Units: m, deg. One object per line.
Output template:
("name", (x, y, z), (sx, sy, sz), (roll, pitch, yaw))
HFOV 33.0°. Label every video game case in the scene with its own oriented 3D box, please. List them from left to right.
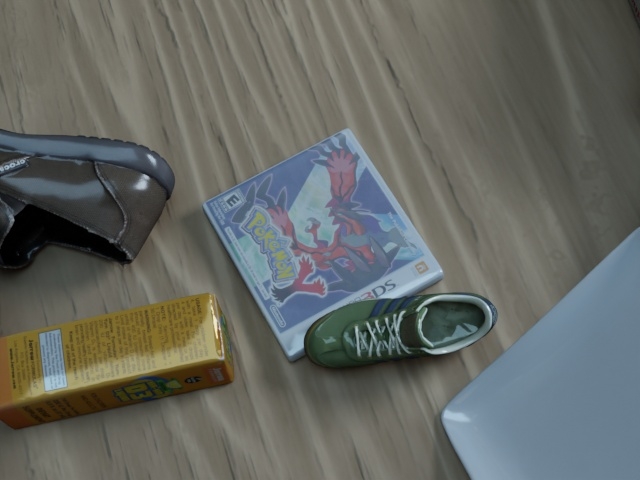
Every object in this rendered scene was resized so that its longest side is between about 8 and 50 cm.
("video game case", (0.000, 0.000, 1.135), (0.183, 0.023, 0.201), (-28, 67, -8))

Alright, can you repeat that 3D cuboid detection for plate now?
("plate", (0.259, 0.169, 0.931), (0.277, 0.045, 0.278), (-46, 42, 18))

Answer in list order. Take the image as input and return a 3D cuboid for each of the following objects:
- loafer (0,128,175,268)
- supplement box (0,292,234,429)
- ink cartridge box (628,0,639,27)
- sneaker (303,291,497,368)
("loafer", (-0.340, -0.043, 1.120), (0.365, 0.134, 0.130), (3, 66, 6))
("supplement box", (-0.206, 0.120, 1.069), (0.233, 0.078, 0.080), (-14, 66, -1))
("ink cartridge box", (0.376, -0.317, 1.164), (0.072, 0.175, 0.128), (-14, 65, 1))
("sneaker", (0.079, 0.083, 1.045), (0.192, 0.086, 0.064), (-10, 87, -4))
